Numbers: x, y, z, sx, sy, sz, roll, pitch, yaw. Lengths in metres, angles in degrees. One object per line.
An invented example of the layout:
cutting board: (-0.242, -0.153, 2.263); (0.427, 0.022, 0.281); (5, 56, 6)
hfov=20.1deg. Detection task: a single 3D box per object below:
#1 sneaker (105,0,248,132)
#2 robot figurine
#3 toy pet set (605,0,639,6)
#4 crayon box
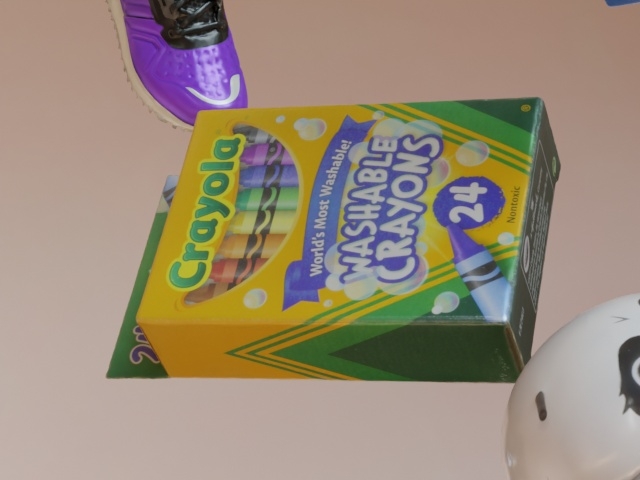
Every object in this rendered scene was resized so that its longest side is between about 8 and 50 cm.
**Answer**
sneaker: (-0.145, -0.246, 1.783); (0.102, 0.293, 0.146); (-12, -29, -28)
robot figurine: (0.239, 0.155, 1.086); (0.173, 0.278, 0.209); (-47, 7, -5)
toy pet set: (0.194, -0.186, 1.220); (0.122, 0.065, 0.114); (8, -4, -35)
crayon box: (0.000, 0.000, 1.319); (0.323, 0.203, 0.083); (-2, -38, 19)
